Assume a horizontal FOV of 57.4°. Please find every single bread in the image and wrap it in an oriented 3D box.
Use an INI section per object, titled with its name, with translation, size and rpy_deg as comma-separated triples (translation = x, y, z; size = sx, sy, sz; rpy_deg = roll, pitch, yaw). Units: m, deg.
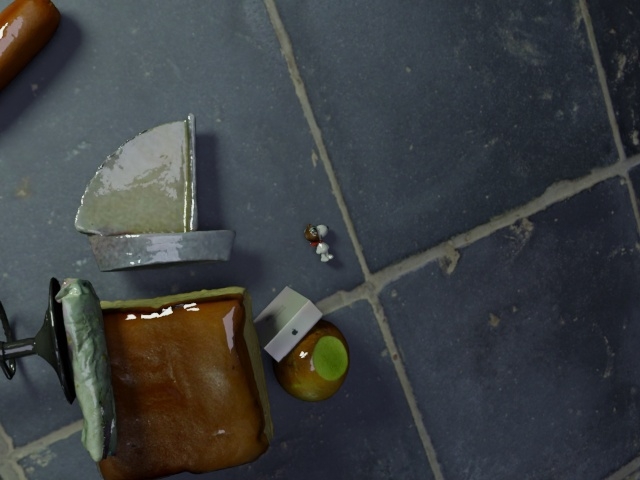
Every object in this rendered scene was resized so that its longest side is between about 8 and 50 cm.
[bread]
translation = -0.270, 0.261, 1.097
size = 0.324, 0.143, 0.333
rpy_deg = -10, 97, 1

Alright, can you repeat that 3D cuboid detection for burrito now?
[burrito]
translation = -0.387, 0.214, 0.981
size = 0.066, 0.096, 0.309
rpy_deg = -10, 92, -15

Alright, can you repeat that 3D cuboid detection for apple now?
[apple]
translation = -0.016, 0.254, 1.223
size = 0.147, 0.146, 0.163
rpy_deg = 44, 55, -17

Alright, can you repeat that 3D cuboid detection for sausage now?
[sausage]
translation = -0.568, -0.312, 1.018
size = 0.083, 0.089, 0.300
rpy_deg = 40, 81, -24

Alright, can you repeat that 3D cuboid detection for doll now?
[doll]
translation = -0.005, 0.004, 1.268
size = 0.058, 0.040, 0.085
rpy_deg = -7, 96, -29

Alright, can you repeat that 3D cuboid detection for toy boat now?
[toy boat]
translation = -0.326, -0.061, 1.124
size = 0.276, 0.111, 0.293
rpy_deg = -21, 88, -17

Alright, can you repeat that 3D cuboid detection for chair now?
[chair]
translation = -0.629, 0.203, 0.958
size = 0.401, 0.226, 0.226
rpy_deg = -10, 97, -19

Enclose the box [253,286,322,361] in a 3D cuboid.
[box]
translation = -0.077, 0.169, 1.201
size = 0.129, 0.130, 0.051
rpy_deg = -46, 112, -11
